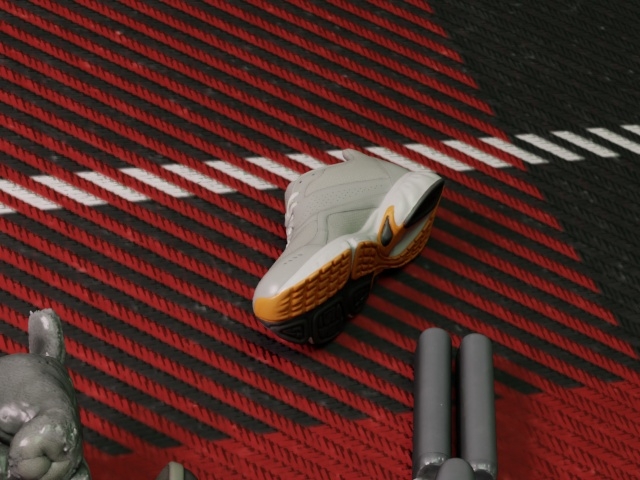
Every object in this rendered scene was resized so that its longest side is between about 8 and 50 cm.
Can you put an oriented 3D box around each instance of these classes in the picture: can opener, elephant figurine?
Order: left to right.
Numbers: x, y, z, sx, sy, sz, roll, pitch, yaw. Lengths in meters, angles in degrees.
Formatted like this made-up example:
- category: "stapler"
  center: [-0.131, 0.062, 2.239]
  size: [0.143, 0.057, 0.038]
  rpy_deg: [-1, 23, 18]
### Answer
- category: "elephant figurine"
  center: [-0.286, 0.177, 1.311]
  size: [0.239, 0.169, 0.186]
  rpy_deg: [-12, 19, -7]
- category: "can opener"
  center: [0.114, 0.171, 1.477]
  size: [0.074, 0.093, 0.280]
  rpy_deg: [10, 39, -5]

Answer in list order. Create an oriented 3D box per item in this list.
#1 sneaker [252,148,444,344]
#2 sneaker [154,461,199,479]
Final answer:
- category: "sneaker"
  center: [0.000, 0.000, 1.622]
  size: [0.121, 0.099, 0.262]
  rpy_deg: [26, 36, 21]
- category: "sneaker"
  center: [-0.077, 0.264, 1.342]
  size: [0.118, 0.083, 0.222]
  rpy_deg: [22, 33, -22]
